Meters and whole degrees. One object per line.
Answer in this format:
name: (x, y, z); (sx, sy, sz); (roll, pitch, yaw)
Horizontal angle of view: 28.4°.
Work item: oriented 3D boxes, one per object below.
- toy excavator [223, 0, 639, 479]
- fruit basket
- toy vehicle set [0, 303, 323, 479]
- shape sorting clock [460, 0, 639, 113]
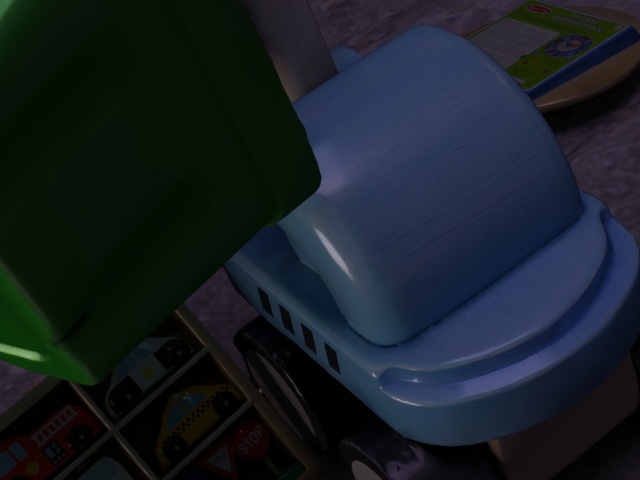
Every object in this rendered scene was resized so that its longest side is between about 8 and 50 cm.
toy excavator: (0.005, -0.081, 0.800); (0.222, 0.445, 0.433); (-33, 37, -17)
fruit basket: (-0.182, -0.149, 0.674); (0.392, 0.283, 0.392); (-12, 47, 13)
toy vehicle set: (-0.146, 0.172, 0.798); (0.267, 0.166, 0.035); (-41, 1, -26)
shape sorting clock: (0.197, -0.165, 1.162); (0.206, 0.040, 0.206); (-16, 32, 10)
